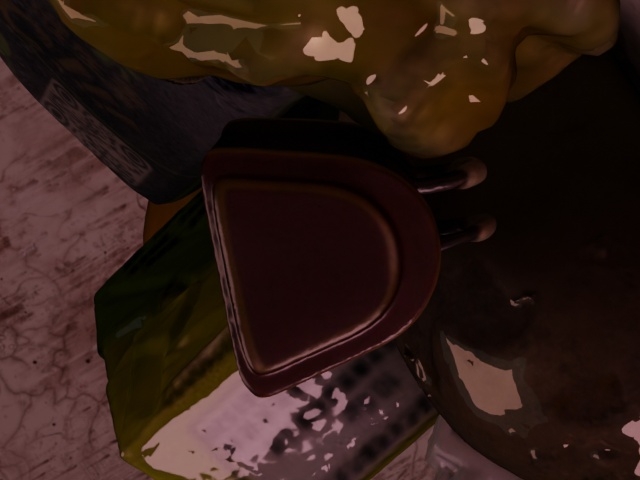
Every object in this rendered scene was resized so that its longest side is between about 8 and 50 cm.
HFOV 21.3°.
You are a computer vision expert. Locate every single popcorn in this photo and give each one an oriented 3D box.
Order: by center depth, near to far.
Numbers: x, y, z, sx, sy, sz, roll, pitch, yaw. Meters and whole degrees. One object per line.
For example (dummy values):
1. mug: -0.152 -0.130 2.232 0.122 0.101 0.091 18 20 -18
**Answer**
1. popcorn: -0.040 -0.140 0.562 0.286 0.174 0.225 19 -178 -30

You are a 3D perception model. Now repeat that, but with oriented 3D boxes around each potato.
1. potato: 0.092 0.005 0.719 0.262 0.165 0.165 64 -179 40

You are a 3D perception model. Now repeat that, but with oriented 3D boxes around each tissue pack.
1. tissue pack: -0.121 -0.171 0.959 0.288 0.124 0.394 47 165 -4

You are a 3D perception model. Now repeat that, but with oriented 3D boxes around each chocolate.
1. chocolate: 0.011 0.021 1.052 0.137 0.301 0.289 47 -177 -18

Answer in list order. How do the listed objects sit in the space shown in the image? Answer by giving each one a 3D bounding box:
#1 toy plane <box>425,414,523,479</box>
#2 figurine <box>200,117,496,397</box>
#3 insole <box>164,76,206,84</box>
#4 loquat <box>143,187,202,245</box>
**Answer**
1. toy plane: 0.163 0.155 0.825 0.252 0.118 0.252 22 150 13
2. figurine: 0.013 -0.009 0.611 0.154 0.098 0.082 -73 -32 -80
3. insole: -0.071 -0.238 0.696 0.119 0.009 0.348 -11 -81 -53
4. loquat: 0.000 0.000 1.381 0.276 0.284 0.276 29 -178 -1
